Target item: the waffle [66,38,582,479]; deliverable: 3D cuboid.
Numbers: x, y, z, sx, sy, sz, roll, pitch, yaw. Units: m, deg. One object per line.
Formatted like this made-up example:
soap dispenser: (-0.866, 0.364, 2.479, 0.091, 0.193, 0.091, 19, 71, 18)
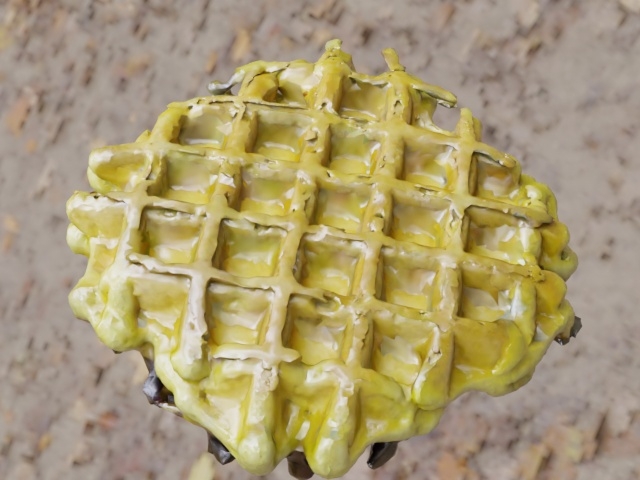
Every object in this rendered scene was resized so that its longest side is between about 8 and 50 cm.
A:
waffle: (0.000, 0.000, 1.285, 0.379, 0.382, 0.095, 44, 150, 26)
